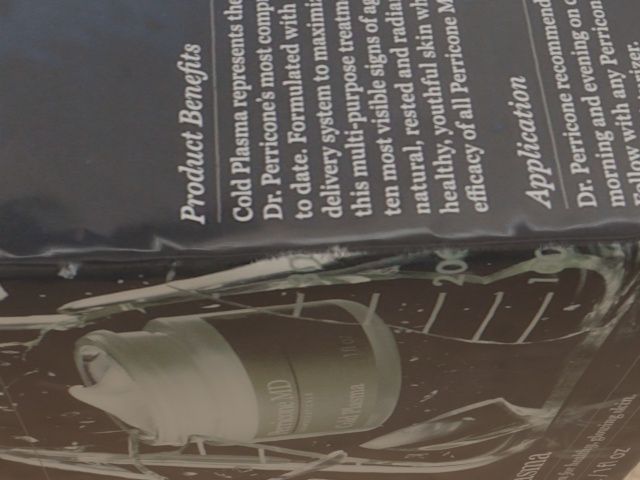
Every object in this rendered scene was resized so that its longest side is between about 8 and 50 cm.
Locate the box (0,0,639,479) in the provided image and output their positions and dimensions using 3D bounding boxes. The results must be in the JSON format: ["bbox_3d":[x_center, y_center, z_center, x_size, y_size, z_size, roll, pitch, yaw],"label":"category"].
[{"bbox_3d":[0.000,0.000,0.775,0.472,0.480,0.297,-1,61,-4],"label":"box"}]
